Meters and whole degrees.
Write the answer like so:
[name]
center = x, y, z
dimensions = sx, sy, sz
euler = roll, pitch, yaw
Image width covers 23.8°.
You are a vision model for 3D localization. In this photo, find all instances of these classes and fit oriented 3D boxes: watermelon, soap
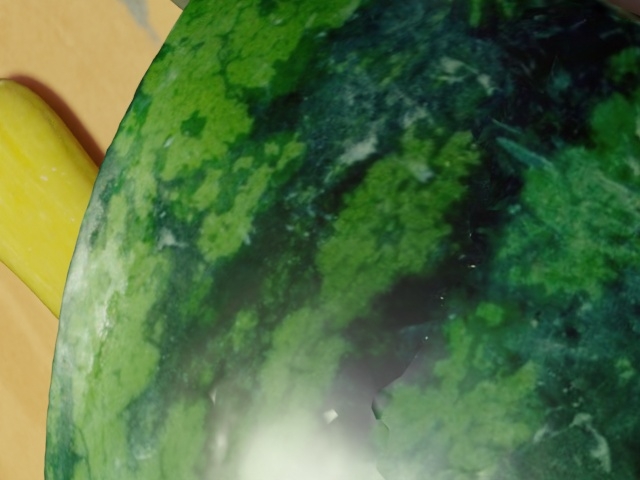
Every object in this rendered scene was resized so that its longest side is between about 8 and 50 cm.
[watermelon]
center = 0.067, 0.097, 0.489
dimensions = 0.292, 0.222, 0.319
euler = 22, 144, 36
[soap]
center = -0.139, -0.009, 0.781
dimensions = 0.168, 0.033, 0.089
euler = 50, 124, 16

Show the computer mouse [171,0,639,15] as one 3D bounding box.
[computer mouse]
center = 0.014, -0.121, 0.580
dimensions = 0.331, 0.095, 0.197
euler = 27, 142, 32
